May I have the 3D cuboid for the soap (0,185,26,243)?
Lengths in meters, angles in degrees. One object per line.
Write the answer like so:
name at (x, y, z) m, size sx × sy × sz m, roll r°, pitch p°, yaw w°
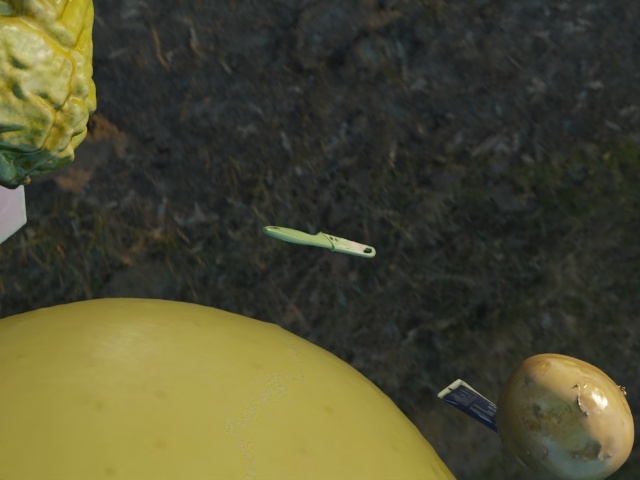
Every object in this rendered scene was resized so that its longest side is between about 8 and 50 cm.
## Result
soap at (-0.516, -0.168, 1.565) m, size 0.261 × 0.156 × 0.446 m, roll -40°, pitch 134°, yaw -18°

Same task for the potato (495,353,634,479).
potato at (0.206, 0.152, 1.120) m, size 0.109 × 0.178 × 0.118 m, roll -10°, pitch 79°, yaw 0°

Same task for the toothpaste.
toothpaste at (0.188, 0.193, 1.458) m, size 0.037 × 0.140 × 0.021 m, roll -31°, pitch 129°, yaw -26°

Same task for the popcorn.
popcorn at (-0.274, -0.140, 1.099) m, size 0.185 × 0.167 × 0.187 m, roll 10°, pitch 147°, yaw 10°

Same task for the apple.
apple at (-0.104, 0.264, 0.606) m, size 0.473 × 0.473 × 0.474 m, roll -9°, pitch 122°, yaw -15°

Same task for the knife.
knife at (0.000, 0.000, 1.729) m, size 0.207 × 0.030 × 0.014 m, roll 13°, pitch 124°, yaw -43°
